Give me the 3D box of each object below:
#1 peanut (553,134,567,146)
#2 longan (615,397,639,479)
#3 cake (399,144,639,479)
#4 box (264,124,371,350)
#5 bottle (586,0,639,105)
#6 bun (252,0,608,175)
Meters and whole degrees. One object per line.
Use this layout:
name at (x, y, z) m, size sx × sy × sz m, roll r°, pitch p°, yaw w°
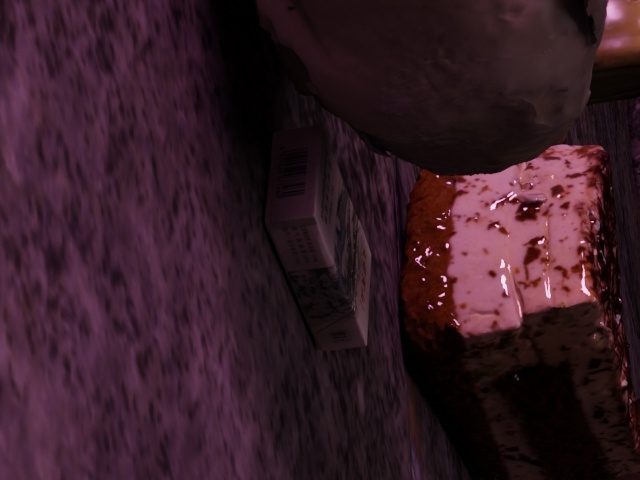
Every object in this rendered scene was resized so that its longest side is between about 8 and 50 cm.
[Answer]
peanut at (0.134, -0.127, 1.323) m, size 0.228 × 0.086 × 0.104 m, roll 55°, pitch 39°, yaw -66°
longan at (0.335, 0.239, 1.539) m, size 0.300 × 0.300 × 0.243 m, roll -1°, pitch 105°, yaw -77°
cake at (0.118, 0.081, 1.059) m, size 0.135 × 0.112 × 0.246 m, roll -74°, pitch 156°, yaw -55°
box at (0.000, 0.000, 0.788) m, size 0.083 × 0.024 × 0.054 m, roll 68°, pitch 17°, yaw -45°
bottle at (0.216, -0.299, 1.590) m, size 0.171 × 0.172 × 0.351 m, roll 21°, pitch 62°, yaw -75°
bun at (0.031, -0.140, 0.735) m, size 0.239 × 0.141 × 0.239 m, roll 177°, pitch -90°, yaw -88°
